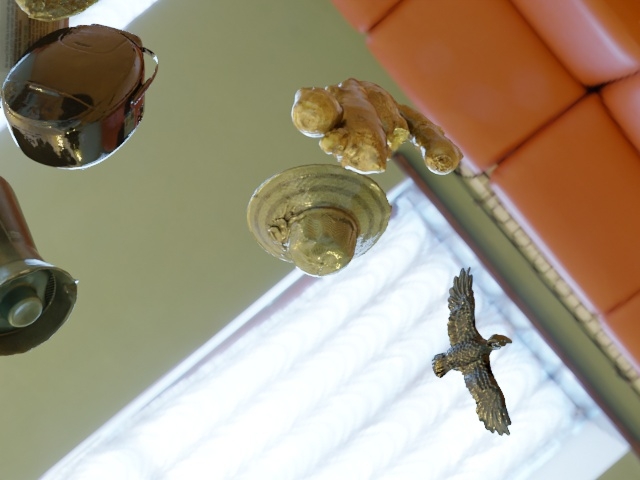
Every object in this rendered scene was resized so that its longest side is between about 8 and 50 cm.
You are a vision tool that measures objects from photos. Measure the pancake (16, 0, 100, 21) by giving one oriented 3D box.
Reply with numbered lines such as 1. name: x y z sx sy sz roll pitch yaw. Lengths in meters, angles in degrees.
1. pancake: -0.242 -0.247 0.799 0.108 0.108 0.017 50 164 28

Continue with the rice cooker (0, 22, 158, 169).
1. rice cooker: -0.276 -0.169 0.982 0.142 0.203 0.118 20 137 14

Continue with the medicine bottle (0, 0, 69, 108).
1. medicine bottle: -0.386 -0.278 1.068 0.135 0.135 0.215 -148 60 -86

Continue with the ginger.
1. ginger: 0.042 -0.102 0.749 0.193 0.053 0.176 24 -158 -28

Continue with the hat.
1. hat: 0.000 0.000 1.404 0.252 0.252 0.110 51 -153 -41

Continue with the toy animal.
1. toy animal: 0.191 0.142 1.067 0.108 0.062 0.220 136 130 -56

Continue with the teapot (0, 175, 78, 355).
1. teapot: -0.425 0.028 1.031 0.203 0.171 0.225 -15 -136 -45
